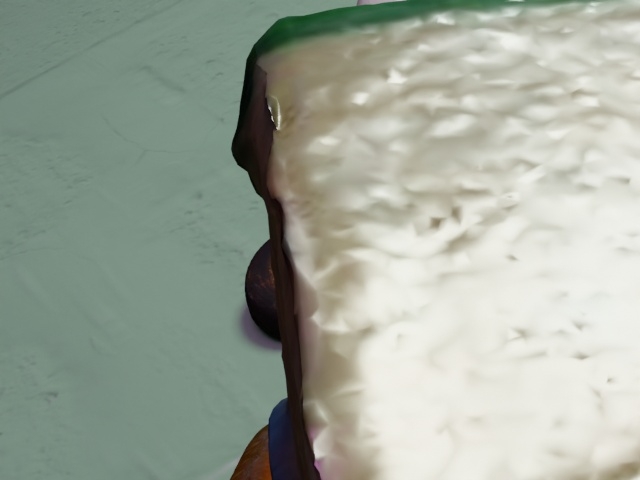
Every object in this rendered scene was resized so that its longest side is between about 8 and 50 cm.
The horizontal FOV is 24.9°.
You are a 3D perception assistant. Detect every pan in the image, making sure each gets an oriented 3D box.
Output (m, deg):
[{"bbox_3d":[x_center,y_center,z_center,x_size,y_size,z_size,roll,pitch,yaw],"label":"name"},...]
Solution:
[{"bbox_3d":[-0.001,-0.003,1.121,0.115,0.040,0.212,-9,35,8],"label":"pan"}]

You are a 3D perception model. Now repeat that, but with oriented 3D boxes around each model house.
[{"bbox_3d":[0.172,0.107,0.613,0.382,0.342,0.334,-9,38,-2],"label":"model house"}]

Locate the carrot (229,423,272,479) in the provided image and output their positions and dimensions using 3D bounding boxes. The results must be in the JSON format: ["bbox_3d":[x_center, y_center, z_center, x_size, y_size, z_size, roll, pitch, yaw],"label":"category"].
[{"bbox_3d":[-0.021,0.186,0.826,0.087,0.087,0.193,-9,38,17],"label":"carrot"}]

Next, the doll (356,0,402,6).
[{"bbox_3d":[0.134,-0.144,1.119,0.159,0.242,0.311,151,134,-67],"label":"doll"}]
